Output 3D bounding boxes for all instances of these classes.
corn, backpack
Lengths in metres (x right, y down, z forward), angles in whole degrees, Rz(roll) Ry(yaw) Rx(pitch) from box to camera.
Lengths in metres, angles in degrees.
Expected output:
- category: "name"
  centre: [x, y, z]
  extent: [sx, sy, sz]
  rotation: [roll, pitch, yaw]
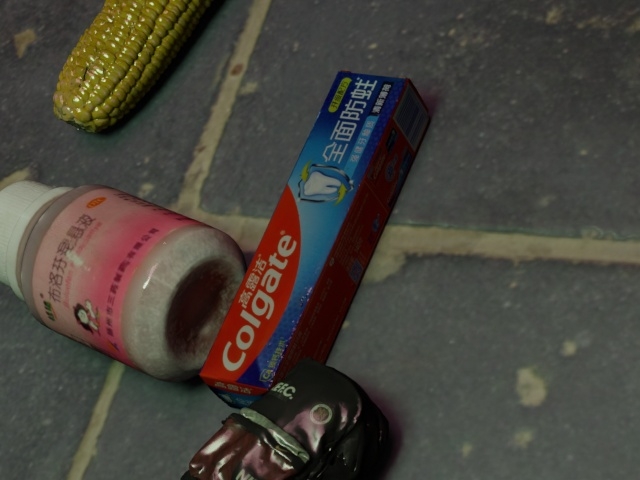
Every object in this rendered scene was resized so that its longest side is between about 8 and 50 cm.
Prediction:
- category: "corn"
  centre: [-0.169, -0.230, 1.851]
  extent: [0.101, 0.101, 0.291]
  rotation: [24, 72, 37]
- category: "backpack"
  centre: [-0.028, 0.173, 1.489]
  extent: [0.120, 0.106, 0.165]
  rotation: [25, 72, 37]

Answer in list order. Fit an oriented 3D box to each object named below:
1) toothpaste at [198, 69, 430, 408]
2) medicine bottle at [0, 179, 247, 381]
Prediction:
- category: "toothpaste"
  centre: [-0.001, 0.000, 1.623]
  extent: [0.076, 0.066, 0.320]
  rotation: [8, 62, 32]
- category: "medicine bottle"
  centre: [-0.189, 0.026, 1.653]
  extent: [0.247, 0.147, 0.147]
  rotation: [20, 69, 36]
